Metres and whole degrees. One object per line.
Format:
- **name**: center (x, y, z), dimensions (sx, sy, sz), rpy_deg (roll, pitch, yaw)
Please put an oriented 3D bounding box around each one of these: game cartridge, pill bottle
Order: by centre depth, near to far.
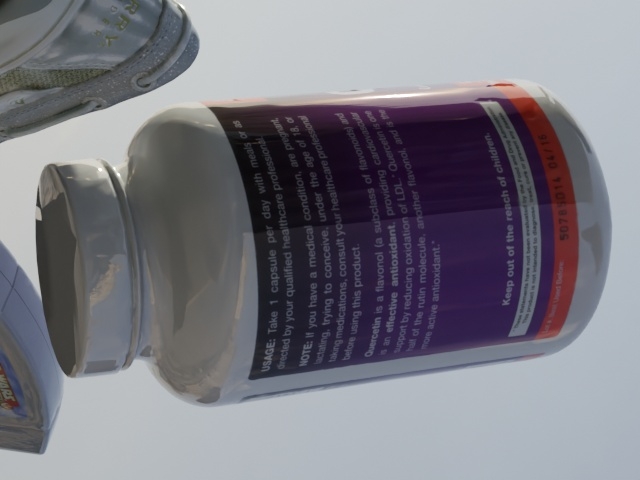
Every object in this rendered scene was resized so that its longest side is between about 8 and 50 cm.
- **pill bottle**: center (0.000, 0.000, 0.908), dimensions (0.181, 0.323, 0.181), rpy_deg (174, -90, -68)
- **game cartridge**: center (-0.303, 0.074, 1.153), dimensions (0.297, 0.198, 0.062), rpy_deg (84, 19, -54)

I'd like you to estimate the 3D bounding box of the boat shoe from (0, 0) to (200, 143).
- **boat shoe**: center (-0.193, -0.089, 0.809), dimensions (0.320, 0.103, 0.118), rpy_deg (-17, -131, 47)
